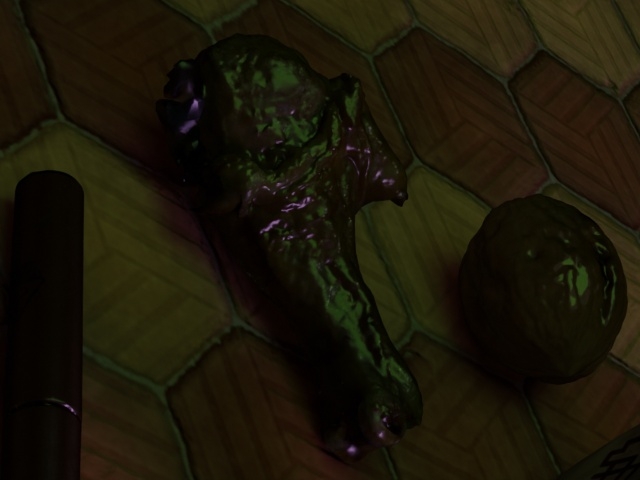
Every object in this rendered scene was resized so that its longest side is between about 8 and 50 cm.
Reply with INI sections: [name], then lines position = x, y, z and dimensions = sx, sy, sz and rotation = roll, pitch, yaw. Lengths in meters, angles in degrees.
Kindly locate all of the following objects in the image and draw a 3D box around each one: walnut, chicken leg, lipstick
[walnut]
position = 0.208, 0.051, 1.802
dimensions = 0.155, 0.155, 0.184
rotation = 22, 37, -36
[chicken leg]
position = 0.001, -0.008, 1.638
dimensions = 0.211, 0.140, 0.361
rotation = -28, 89, -35
[lipstick]
position = -0.195, 0.091, 1.371
dimensions = 0.057, 0.057, 0.356
rotation = 26, 40, -31

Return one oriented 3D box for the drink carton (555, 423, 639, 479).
[drink carton]
position = 0.259, 0.273, 1.592
dimensions = 0.132, 0.194, 0.324
rotation = 48, 33, -5
